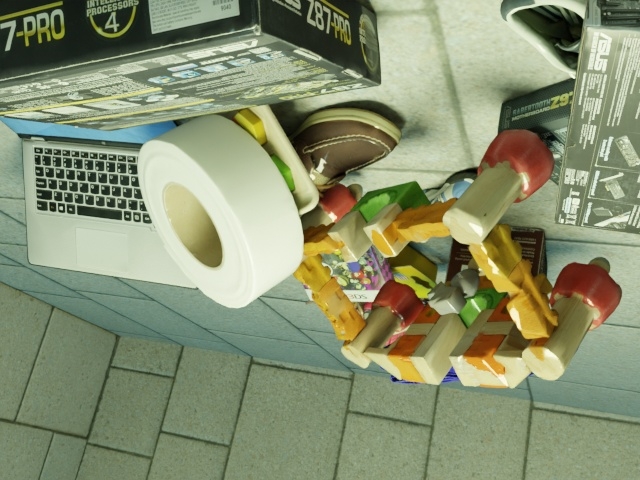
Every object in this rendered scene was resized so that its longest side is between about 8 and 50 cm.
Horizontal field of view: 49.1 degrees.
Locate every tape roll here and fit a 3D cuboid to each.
[{"bbox_3d":[-0.156,-0.041,1.062,0.286,0.100,0.286,34,143,31],"label":"tape roll"}]

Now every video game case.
[{"bbox_3d":[0.027,0.024,1.402,0.210,0.042,0.232,-2,125,35],"label":"video game case"}]

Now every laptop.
[{"bbox_3d":[-0.429,-0.104,1.220,0.381,0.408,0.236,7,-166,16],"label":"laptop"}]

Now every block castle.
[{"bbox_3d":[0.174,0.030,1.032,0.453,0.213,0.303,-11,119,53],"label":"block castle"}]

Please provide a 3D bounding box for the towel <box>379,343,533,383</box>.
[{"bbox_3d":[0.269,0.202,1.225,0.227,0.076,0.308,-8,176,-29],"label":"towel"}]

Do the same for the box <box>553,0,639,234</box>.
[{"bbox_3d":[0.350,-0.104,0.634,0.242,0.077,0.307,8,153,18],"label":"box"}]

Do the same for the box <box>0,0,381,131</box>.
[{"bbox_3d":[-0.168,-0.192,0.733,0.394,0.097,0.318,-5,180,23],"label":"box"}]

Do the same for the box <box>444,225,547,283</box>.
[{"bbox_3d":[0.341,0.085,1.352,0.168,0.167,0.203,5,160,21],"label":"box"}]

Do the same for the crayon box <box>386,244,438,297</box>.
[{"bbox_3d":[0.118,0.062,1.564,0.318,0.081,0.202,-2,157,37],"label":"crayon box"}]

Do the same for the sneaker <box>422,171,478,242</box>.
[{"bbox_3d":[0.223,-0.052,1.168,0.080,0.081,0.211,21,158,-18],"label":"sneaker"}]

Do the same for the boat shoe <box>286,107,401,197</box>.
[{"bbox_3d":[-0.017,-0.108,1.093,0.342,0.123,0.123,-8,153,46],"label":"boat shoe"}]

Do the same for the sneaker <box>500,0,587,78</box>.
[{"bbox_3d":[0.272,-0.199,0.696,0.258,0.091,0.094,20,160,-20],"label":"sneaker"}]

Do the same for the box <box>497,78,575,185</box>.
[{"bbox_3d":[0.371,-0.124,0.900,0.232,0.059,0.183,27,157,-34],"label":"box"}]

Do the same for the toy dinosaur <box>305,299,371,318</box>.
[{"bbox_3d":[0.070,0.156,1.818,0.295,0.127,0.200,22,159,39],"label":"toy dinosaur"}]

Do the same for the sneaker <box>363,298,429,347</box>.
[{"bbox_3d":[0.237,0.174,1.681,0.299,0.112,0.121,-11,175,-34],"label":"sneaker"}]

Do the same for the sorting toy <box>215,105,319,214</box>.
[{"bbox_3d":[-0.100,-0.120,1.039,0.038,0.208,0.193,-29,-175,-31],"label":"sorting toy"}]
